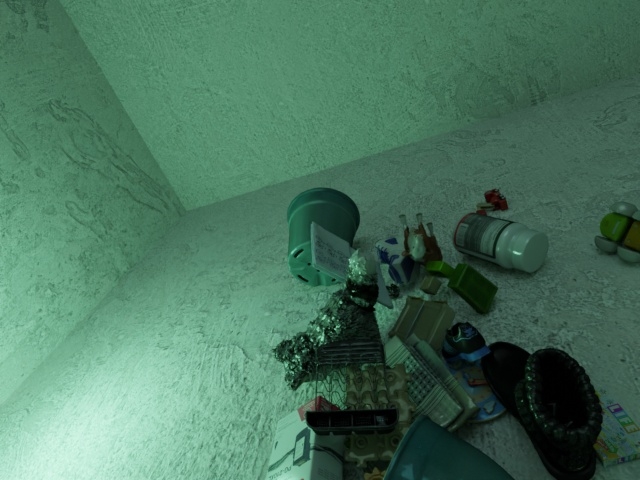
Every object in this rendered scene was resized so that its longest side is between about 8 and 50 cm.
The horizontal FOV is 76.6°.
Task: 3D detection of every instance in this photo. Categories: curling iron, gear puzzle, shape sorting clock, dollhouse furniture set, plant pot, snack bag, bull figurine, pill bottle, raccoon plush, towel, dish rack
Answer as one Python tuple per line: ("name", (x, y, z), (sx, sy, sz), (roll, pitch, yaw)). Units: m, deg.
("curling iron", (0.172, 0.204, 1.542), (0.274, 0.035, 0.068), (-9, 26, 26))
("gear puzzle", (0.143, 0.452, 0.959), (0.176, 0.044, 0.338), (-8, 40, 11))
("shape sorting clock", (0.392, 0.373, 1.049), (0.206, 0.040, 0.206), (-19, 27, 10))
("dollhouse furniture set", (0.385, 0.230, 1.291), (0.301, 0.151, 0.198), (-58, 21, -15))
("plant pot", (0.255, 0.497, 0.715), (0.255, 0.271, 0.271), (16, 45, 32))
("plant pot", (0.000, 0.000, 1.764), (0.342, 0.341, 0.334), (-15, 35, 17))
("snack bag", (0.111, 0.084, 1.449), (0.037, 0.343, 0.323), (-53, 17, 20))
("bull figurine", (0.358, 0.008, 1.448), (0.101, 0.310, 0.188), (-15, 64, 24))
("pill bottle", (0.618, 0.004, 1.408), (0.161, 0.161, 0.283), (-34, 29, -18))
("raccoon plush", (-0.001, 0.235, 1.206), (0.300, 0.445, 0.216), (-14, 25, -17))
("towel", (0.194, 0.411, 1.051), (0.324, 0.056, 0.312), (-39, 28, 0))
("dish rack", (0.075, 0.345, 1.001), (0.209, 0.074, 0.271), (-4, 39, 5))

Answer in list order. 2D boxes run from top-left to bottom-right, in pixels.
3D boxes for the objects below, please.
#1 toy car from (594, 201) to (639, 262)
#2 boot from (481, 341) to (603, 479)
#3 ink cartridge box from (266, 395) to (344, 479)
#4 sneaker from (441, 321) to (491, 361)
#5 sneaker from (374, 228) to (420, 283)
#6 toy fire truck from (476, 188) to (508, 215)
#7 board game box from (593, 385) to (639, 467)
("toy car", (0.956, -0.024, 1.235), (0.136, 0.159, 0.182), (6, 20, -18))
("boot", (0.445, 0.296, 0.850), (0.131, 0.260, 0.348), (-28, 35, 3))
("ink cartridge box", (-0.036, 0.530, 0.980), (0.172, 0.100, 0.237), (-41, 19, 25))
("sneaker", (0.364, 0.262, 1.064), (0.082, 0.090, 0.232), (-25, -14, -11))
("sneaker", (0.299, 0.069, 1.611), (0.182, 0.127, 0.315), (-11, 22, 31))
("toy fire truck", (0.721, -0.151, 1.734), (0.135, 0.047, 0.192), (-19, 26, 13))
("board game box", (0.604, 0.390, 0.861), (0.104, 0.026, 0.154), (-20, 27, 7))
